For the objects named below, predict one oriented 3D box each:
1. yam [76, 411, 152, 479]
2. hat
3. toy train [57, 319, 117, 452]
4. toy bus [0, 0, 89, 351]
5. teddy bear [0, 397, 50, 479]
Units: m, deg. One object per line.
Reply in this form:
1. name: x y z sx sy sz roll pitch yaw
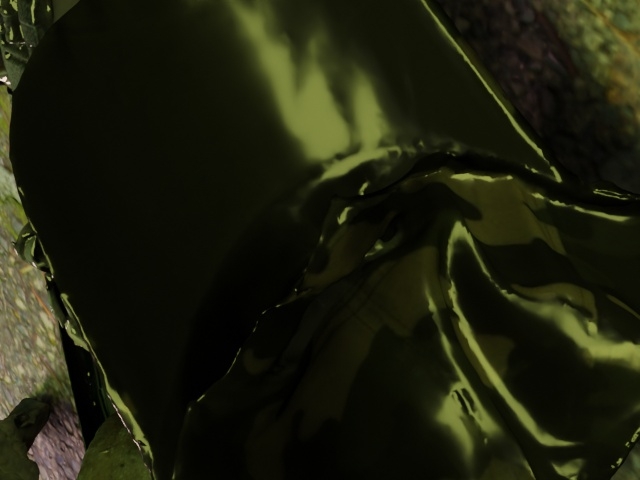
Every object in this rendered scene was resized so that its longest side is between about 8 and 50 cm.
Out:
1. yam: -0.078 0.209 1.217 0.330 0.133 0.133 5 116 51
2. hat: 0.010 0.003 0.912 0.366 0.257 0.381 -31 61 16
3. toy train: -0.193 0.140 1.397 0.055 0.048 0.251 11 115 55
4. toy bus: -0.155 -0.066 1.128 0.097 0.138 0.342 27 133 43
5. teddy bear: -0.298 0.343 1.412 0.375 0.362 0.327 42 120 20
